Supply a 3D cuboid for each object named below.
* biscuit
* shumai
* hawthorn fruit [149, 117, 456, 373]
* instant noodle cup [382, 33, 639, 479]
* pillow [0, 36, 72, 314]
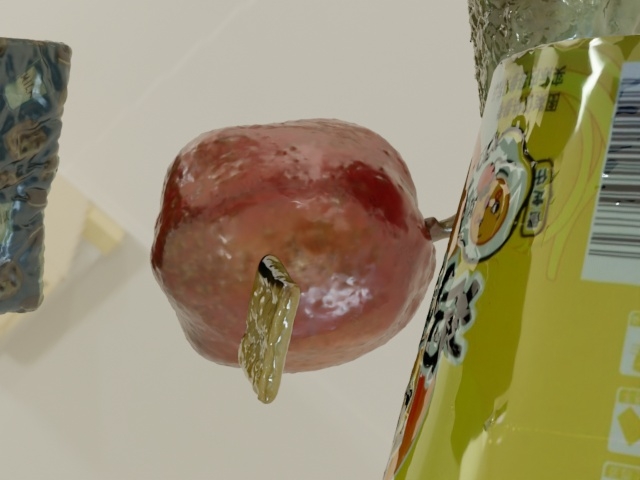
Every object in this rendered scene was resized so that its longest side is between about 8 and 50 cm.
[{"bbox_3d":[-0.034,0.056,1.020,0.083,0.018,0.081,-133,55,-71],"label":"biscuit"},{"bbox_3d":[0.212,-0.156,1.126,0.225,0.221,0.261,64,-156,-74],"label":"shumai"},{"bbox_3d":[0.000,0.000,1.205,0.253,0.205,0.205,-7,35,14],"label":"hawthorn fruit"},{"bbox_3d":[0.139,0.055,0.496,0.264,0.264,0.200,-3,78,62],"label":"instant noodle cup"},{"bbox_3d":[-0.291,-0.045,1.298,0.034,0.189,0.256,25,111,35],"label":"pillow"}]
